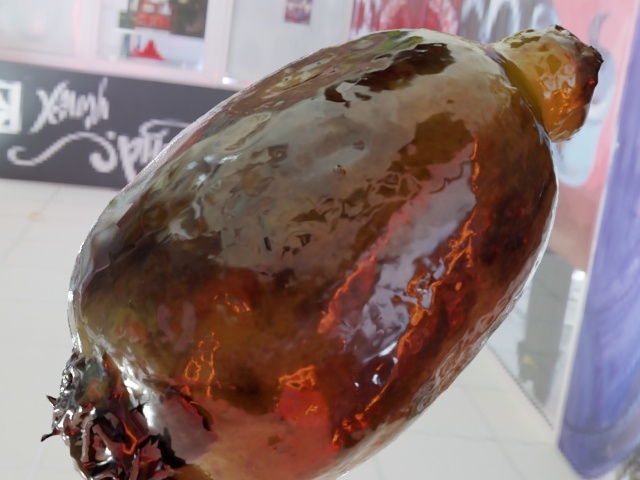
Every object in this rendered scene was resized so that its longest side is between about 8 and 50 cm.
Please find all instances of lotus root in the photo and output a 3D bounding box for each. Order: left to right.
[{"bbox_3d":[0.000,0.000,0.454,0.314,0.141,0.169,-43,-144,-13],"label":"lotus root"}]
